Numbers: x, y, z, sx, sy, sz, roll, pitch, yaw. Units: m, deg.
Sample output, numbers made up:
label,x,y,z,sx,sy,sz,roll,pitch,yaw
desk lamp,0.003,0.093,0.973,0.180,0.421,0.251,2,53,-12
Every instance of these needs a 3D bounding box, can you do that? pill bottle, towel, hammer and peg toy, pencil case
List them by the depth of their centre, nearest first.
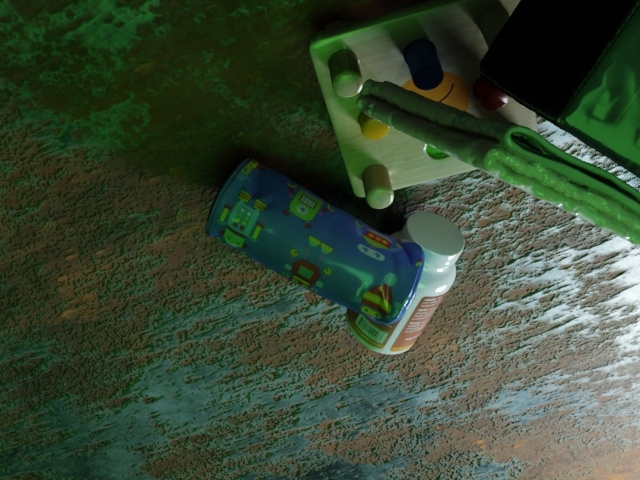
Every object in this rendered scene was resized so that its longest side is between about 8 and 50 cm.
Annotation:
label,x,y,z,sx,sy,sz,roll,pitch,yaw
towel,0.232,-0.071,0.969,0.332,0.317,0.053,23,98,-25
hammer and peg toy,0.186,-0.197,1.130,0.361,0.127,0.266,-15,133,7
pencil case,0.000,0.000,1.245,0.306,0.133,0.119,27,143,0
pill bottle,0.130,0.063,1.384,0.121,0.121,0.216,11,132,-18

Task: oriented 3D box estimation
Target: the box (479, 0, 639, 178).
label,x,y,z,sx,sy,sz,roll,pitch,yaw
box,0.497,-0.221,0.863,0.472,0.297,0.480,28,105,-14
